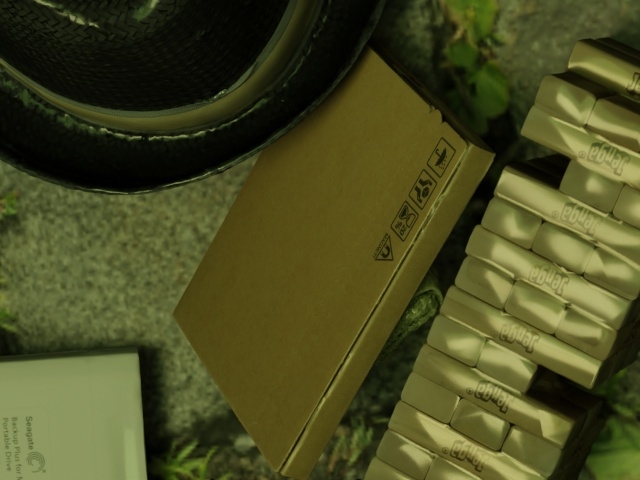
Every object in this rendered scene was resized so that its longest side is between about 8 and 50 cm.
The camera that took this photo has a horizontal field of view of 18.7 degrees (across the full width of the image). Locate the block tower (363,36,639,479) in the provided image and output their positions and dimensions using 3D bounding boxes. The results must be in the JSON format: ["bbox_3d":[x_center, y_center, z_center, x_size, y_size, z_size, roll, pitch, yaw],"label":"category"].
[{"bbox_3d":[0.106,0.065,1.008,0.097,0.091,0.335,27,106,19],"label":"block tower"}]

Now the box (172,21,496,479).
[{"bbox_3d":[0.000,0.000,1.028,0.201,0.021,0.164,-61,35,16],"label":"box"}]

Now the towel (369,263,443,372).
[{"bbox_3d":[0.006,0.035,1.047,0.148,0.027,0.110,-47,42,32],"label":"towel"}]

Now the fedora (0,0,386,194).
[{"bbox_3d":[-0.122,-0.193,0.998,0.334,0.152,0.334,-1,84,11],"label":"fedora"}]

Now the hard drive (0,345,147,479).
[{"bbox_3d":[-0.252,0.174,1.127,0.307,0.040,0.203,-4,96,-5],"label":"hard drive"}]

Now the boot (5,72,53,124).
[{"bbox_3d":[-0.191,-0.128,1.130,0.086,0.069,0.190,-23,80,31],"label":"boot"}]
